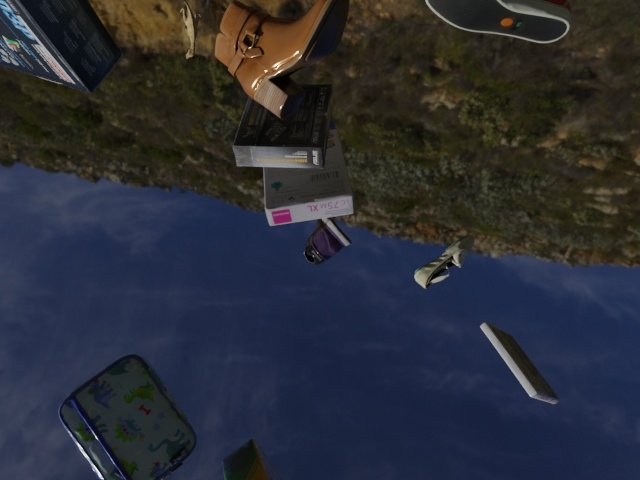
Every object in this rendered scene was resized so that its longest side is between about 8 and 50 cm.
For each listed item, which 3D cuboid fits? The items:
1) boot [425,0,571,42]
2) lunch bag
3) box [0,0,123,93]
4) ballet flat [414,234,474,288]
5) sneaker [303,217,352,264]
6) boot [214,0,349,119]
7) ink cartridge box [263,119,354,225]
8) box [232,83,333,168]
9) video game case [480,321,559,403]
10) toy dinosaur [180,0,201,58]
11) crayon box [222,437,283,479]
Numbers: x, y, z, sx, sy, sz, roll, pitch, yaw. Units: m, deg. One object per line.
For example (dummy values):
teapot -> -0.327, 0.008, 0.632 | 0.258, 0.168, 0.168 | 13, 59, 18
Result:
boot -> 0.281, -0.428, 0.883 | 0.244, 0.088, 0.176 | 9, -107, -12
lunch bag -> -0.338, 0.329, 0.978 | 0.176, 0.090, 0.219 | -34, -94, -17
box -> -0.272, -0.214, 0.397 | 0.175, 0.220, 0.051 | 20, -111, 19
ballet flat -> 0.296, 0.054, 1.275 | 0.168, 0.057, 0.052 | -36, -129, 5
sneaker -> 0.000, 0.000, 1.531 | 0.107, 0.124, 0.283 | 49, -179, -3
boot -> -0.061, -0.282, 0.745 | 0.152, 0.197, 0.073 | 45, -150, 14
ink cartridge box -> -0.036, -0.164, 1.259 | 0.186, 0.065, 0.311 | -8, -135, 0
box -> -0.072, -0.247, 1.173 | 0.183, 0.056, 0.231 | 1, -133, 6
video game case -> 0.482, 0.297, 1.334 | 0.183, 0.023, 0.201 | 27, -155, -48
toy dinosaur -> -0.335, -0.566, 1.437 | 0.053, 0.183, 0.092 | -6, -125, -12
crayon box -> -0.079, 0.498, 0.975 | 0.083, 0.323, 0.203 | -34, -86, -13
